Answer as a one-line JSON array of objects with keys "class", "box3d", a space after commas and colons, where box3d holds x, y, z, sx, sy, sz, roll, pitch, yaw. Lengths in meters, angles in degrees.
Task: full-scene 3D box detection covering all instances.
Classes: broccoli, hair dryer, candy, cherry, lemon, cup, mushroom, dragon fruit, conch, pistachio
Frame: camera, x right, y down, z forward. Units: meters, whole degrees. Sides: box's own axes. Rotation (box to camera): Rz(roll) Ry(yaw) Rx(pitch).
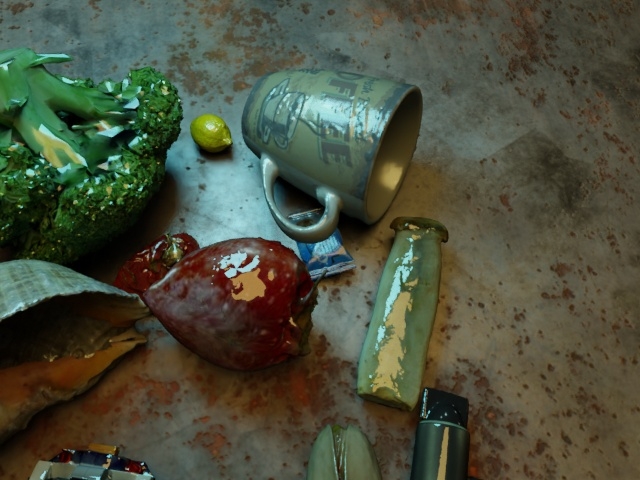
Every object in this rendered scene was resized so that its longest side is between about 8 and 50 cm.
[{"class": "broccoli", "box3d": [-0.395, -0.128, 0.880, 0.413, 0.321, 0.310, -35, 100, -21]}, {"class": "hair dryer", "box3d": [0.247, 0.329, 0.829, 0.248, 0.078, 0.196, 17, 63, -6]}, {"class": "candy", "box3d": [0.001, 0.000, 0.984, 0.088, 0.038, 0.136, -17, 58, 3]}, {"class": "cherry", "box3d": [-0.125, 0.086, 0.846, 0.249, 0.192, 0.175, 3, 38, -8]}, {"class": "lemon", "box3d": [-0.190, -0.187, 1.046, 0.092, 0.065, 0.065, 27, 65, 19]}, {"class": "cup", "box3d": [-0.007, -0.139, 0.967, 0.257, 0.227, 0.301, 20, 69, 20]}, {"class": "mushroom", "box3d": [0.130, 0.101, 0.921, 0.100, 0.081, 0.312, 13, 68, 6]}, {"class": "dragon fruit", "box3d": [-0.239, 0.051, 0.903, 0.162, 0.106, 0.083, -35, 72, -22]}, {"class": "conch", "box3d": [-0.411, 0.123, 0.775, 0.210, 0.297, 0.352, 46, 46, 12]}, {"class": "pistachio", "box3d": [0.029, 0.318, 0.788, 0.113, 0.113, 0.149, -6, 59, -7]}]

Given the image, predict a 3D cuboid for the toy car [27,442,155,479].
[{"class": "toy car", "box3d": [-0.309, 0.404, 0.721, 0.193, 0.118, 0.301, 8, 62, 3]}]
